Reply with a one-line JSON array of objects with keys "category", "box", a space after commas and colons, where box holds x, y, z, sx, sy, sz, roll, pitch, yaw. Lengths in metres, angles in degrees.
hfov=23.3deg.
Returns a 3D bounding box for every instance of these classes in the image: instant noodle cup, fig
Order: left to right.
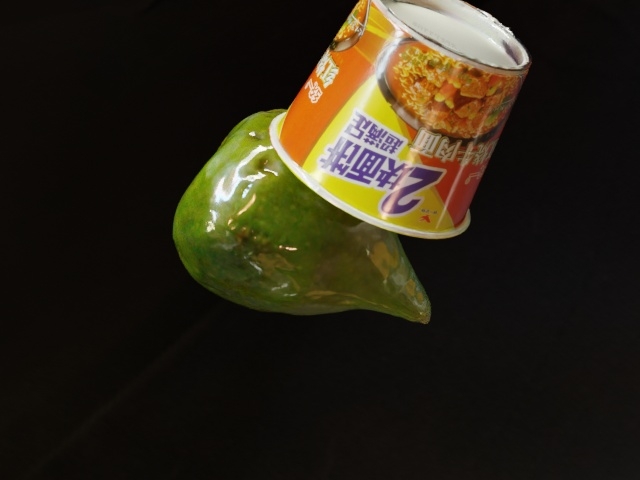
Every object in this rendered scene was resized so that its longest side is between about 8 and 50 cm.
[{"category": "fig", "box": [0.000, 0.000, 1.541, 0.275, 0.206, 0.206, 36, 76, -1]}, {"category": "instant noodle cup", "box": [0.082, -0.130, 1.419, 0.213, 0.213, 0.174, 16, 117, -24]}]
